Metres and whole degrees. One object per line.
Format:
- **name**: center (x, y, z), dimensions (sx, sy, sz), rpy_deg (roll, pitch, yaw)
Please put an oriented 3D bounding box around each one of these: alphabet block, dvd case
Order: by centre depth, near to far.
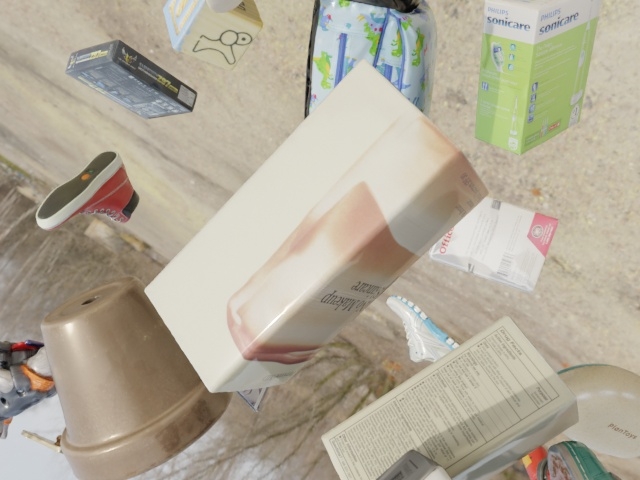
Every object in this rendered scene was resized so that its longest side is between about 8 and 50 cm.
- **dvd case**: center (-0.208, 0.337, 1.570), dimensions (0.018, 0.164, 0.221), rpy_deg (-17, 121, 33)
- **alphabet block**: center (-0.313, -0.645, 1.650), dimensions (0.197, 0.193, 0.192), rpy_deg (11, 140, -42)

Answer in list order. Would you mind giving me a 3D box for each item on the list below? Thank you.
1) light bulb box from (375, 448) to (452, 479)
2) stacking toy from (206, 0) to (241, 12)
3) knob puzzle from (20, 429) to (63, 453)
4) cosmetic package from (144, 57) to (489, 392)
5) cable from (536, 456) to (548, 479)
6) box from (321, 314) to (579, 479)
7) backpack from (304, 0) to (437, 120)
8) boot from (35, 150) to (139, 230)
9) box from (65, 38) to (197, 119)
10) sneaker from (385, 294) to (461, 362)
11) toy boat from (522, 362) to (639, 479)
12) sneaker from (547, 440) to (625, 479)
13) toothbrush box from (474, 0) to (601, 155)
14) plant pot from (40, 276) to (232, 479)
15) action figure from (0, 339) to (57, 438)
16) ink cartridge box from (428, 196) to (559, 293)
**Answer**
- **light bulb box**: center (0.119, 0.396, 0.468), dimensions (0.361, 0.225, 0.358), rpy_deg (50, 173, 17)
- **stacking toy**: center (-0.311, -0.516, 0.741), dimensions (0.480, 0.350, 0.350), rpy_deg (9, 166, -3)
- **knob puzzle**: center (-0.554, 0.436, 1.224), dimensions (0.213, 0.030, 0.213), rpy_deg (19, 154, 9)
- **cosmetic package**: center (0.000, 0.000, 0.547), dimensions (0.129, 0.296, 0.153), rpy_deg (51, -166, 23)
- **cable**: center (0.453, 0.549, 1.033), dimensions (0.139, 0.287, 0.072), rpy_deg (10, 160, 10)
- **box**: center (0.177, 0.257, 0.778), dimensions (0.148, 0.311, 0.121), rpy_deg (60, -175, 39)
- **backpack**: center (0.087, -0.283, 0.994), dimensions (0.273, 0.355, 0.290), rpy_deg (25, -151, 5)
- **boot**: center (-0.528, -0.070, 1.331), dimensions (0.088, 0.244, 0.176), rpy_deg (18, 141, 27)
- **box**: center (-0.430, -0.362, 1.310), dimensions (0.183, 0.059, 0.233), rpy_deg (1, 163, 37)
- **sneaker**: center (0.188, 0.185, 1.091), dimensions (0.191, 0.083, 0.071), rpy_deg (43, 175, 20)
- **toy boat**: center (0.529, 0.367, 1.172), dimensions (0.267, 0.318, 0.148), rpy_deg (32, -152, -15)
- **sneaker**: center (0.396, 0.372, 0.685), dimensions (0.302, 0.121, 0.108), rpy_deg (62, 171, 19)
- **toothbrush box**: center (0.424, -0.343, 1.121), dimensions (0.122, 0.206, 0.283), rpy_deg (36, 145, 41)
- **plant pot**: center (-0.295, 0.187, 0.855), dimensions (0.263, 0.263, 0.229), rpy_deg (7, 122, 60)
- **action figure**: center (-0.627, 0.335, 1.218), dimensions (0.341, 0.330, 0.178), rpy_deg (26, -154, -56)
- **ink cartridge box**: center (0.456, -0.004, 1.530), dimensions (0.283, 0.207, 0.117), rpy_deg (20, -177, 11)
